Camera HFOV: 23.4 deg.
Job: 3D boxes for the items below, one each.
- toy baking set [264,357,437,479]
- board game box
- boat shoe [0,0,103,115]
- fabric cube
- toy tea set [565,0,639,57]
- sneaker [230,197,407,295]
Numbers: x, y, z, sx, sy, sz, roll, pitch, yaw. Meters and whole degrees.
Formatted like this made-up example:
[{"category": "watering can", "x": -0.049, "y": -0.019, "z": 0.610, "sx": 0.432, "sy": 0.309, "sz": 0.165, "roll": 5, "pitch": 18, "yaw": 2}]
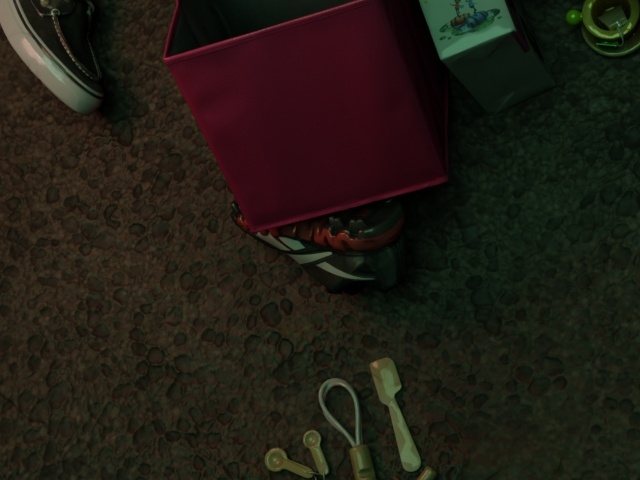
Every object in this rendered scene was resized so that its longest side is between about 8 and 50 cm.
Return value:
[{"category": "toy baking set", "x": 0.038, "y": 0.273, "z": 1.845, "sx": 0.197, "sy": 0.030, "sz": 0.256, "roll": 42, "pitch": 93, "yaw": 23}, {"category": "board game box", "x": 0.166, "y": -0.328, "z": 1.840, "sx": 0.097, "sy": 0.224, "sz": 0.303, "roll": -24, "pitch": 71, "yaw": 13}, {"category": "boat shoe", "x": -0.364, "y": -0.320, "z": 2.074, "sx": 0.119, "sy": 0.121, "sz": 0.335, "roll": -37, "pitch": 66, "yaw": 12}, {"category": "fabric cube", "x": -0.005, "y": -0.209, "z": 1.802, "sx": 0.254, "sy": 0.258, "sz": 0.259, "roll": -16, "pitch": 36, "yaw": 15}, {"category": "toy tea set", "x": 0.389, "y": -0.329, "z": 1.817, "sx": 0.336, "sy": 0.124, "sz": 0.200, "roll": -9, "pitch": 75, "yaw": 17}, {"category": "sneaker", "x": 0.000, "y": 0.000, "z": 1.880, "sx": 0.276, "sy": 0.135, "sz": 0.097, "roll": 11, "pitch": 42, "yaw": 43}]
